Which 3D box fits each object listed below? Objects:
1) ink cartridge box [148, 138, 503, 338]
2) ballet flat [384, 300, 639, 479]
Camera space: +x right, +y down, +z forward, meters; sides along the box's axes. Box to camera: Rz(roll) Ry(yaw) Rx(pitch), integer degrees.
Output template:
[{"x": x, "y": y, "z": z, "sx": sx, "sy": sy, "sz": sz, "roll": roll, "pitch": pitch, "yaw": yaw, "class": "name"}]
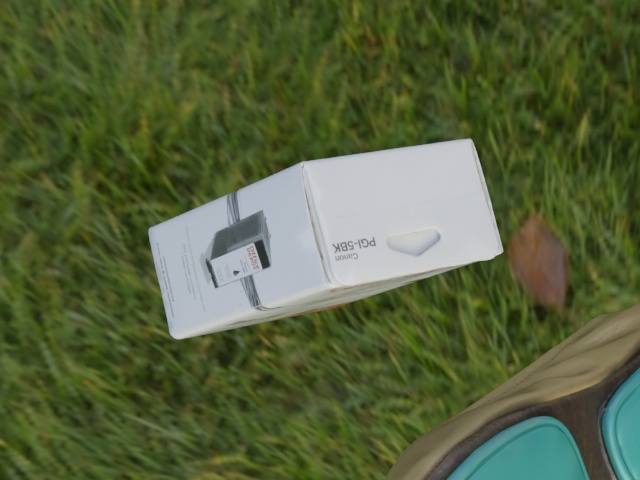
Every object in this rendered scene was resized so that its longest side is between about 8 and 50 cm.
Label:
[{"x": 0.000, "y": 0.000, "z": 0.883, "sx": 0.099, "sy": 0.135, "sz": 0.056, "roll": -9, "pitch": 83, "yaw": -36, "class": "ink cartridge box"}, {"x": 0.072, "y": 0.081, "z": 0.655, "sx": 0.073, "sy": 0.232, "sz": 0.080, "roll": -9, "pitch": 101, "yaw": 44, "class": "ballet flat"}]
